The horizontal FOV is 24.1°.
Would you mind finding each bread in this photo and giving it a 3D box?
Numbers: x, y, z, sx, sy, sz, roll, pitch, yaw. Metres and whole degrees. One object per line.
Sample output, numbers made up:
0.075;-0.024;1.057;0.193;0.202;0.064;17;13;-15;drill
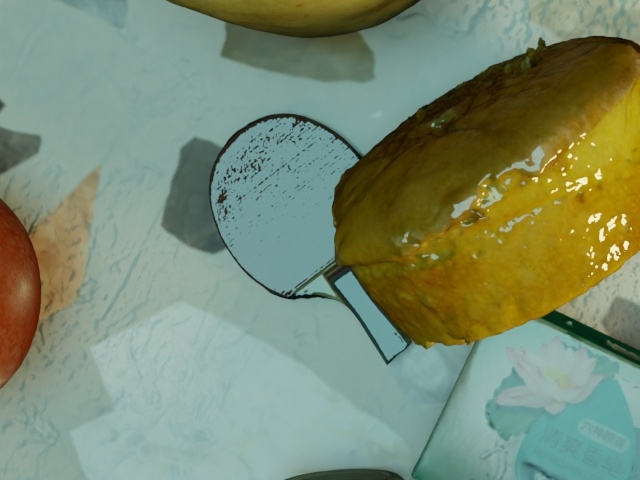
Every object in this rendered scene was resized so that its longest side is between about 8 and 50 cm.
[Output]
0.127;-0.035;1.046;0.268;0.268;0.146;-32;102;13;bread

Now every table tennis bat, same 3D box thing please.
0.000;0.000;1.183;0.130;0.019;0.220;-37;83;12;table tennis bat

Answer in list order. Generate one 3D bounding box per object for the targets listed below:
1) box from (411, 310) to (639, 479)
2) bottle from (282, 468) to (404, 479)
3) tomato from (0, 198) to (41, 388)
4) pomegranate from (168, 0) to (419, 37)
0.210;0.155;1.103;0.245;0.092;0.153;25;98;11;box
0.023;0.297;1.145;0.110;0.110;0.233;-6;91;13;bottle
-0.321;0.044;1.175;0.208;0.184;0.208;2;95;20;tomato
-0.035;-0.284;1.046;0.319;0.319;0.319;1;93;13;pomegranate
